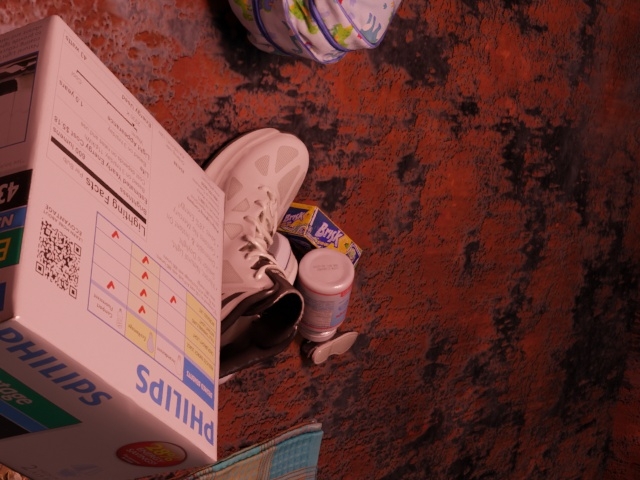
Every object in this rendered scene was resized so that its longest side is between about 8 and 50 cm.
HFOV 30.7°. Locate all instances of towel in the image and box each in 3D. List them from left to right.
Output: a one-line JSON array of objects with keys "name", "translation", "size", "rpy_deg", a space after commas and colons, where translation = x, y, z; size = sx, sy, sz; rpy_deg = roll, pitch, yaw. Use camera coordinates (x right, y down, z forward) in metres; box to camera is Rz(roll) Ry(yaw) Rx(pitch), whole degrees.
[{"name": "towel", "translation": [-0.123, 0.461, 1.886], "size": [0.370, 0.040, 0.271], "rpy_deg": [-12, 110, -52]}]

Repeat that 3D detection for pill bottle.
[{"name": "pill bottle", "translation": [0.002, 0.091, 1.857], "size": [0.087, 0.087, 0.160], "rpy_deg": [-48, 160, -34]}]

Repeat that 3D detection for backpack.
[{"name": "backpack", "translation": [0.011, -0.419, 1.618], "size": [0.355, 0.273, 0.290], "rpy_deg": [-53, 147, -11]}]

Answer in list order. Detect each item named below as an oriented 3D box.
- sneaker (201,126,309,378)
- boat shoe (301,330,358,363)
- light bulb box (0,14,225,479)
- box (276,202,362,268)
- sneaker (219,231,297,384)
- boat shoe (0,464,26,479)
[{"name": "sneaker", "translation": [-0.086, 0.030, 1.598], "size": [0.447, 0.258, 0.169], "rpy_deg": [-54, 139, -29]}, {"name": "boat shoe", "translation": [0.016, 0.174, 1.979], "size": [0.125, 0.038, 0.046], "rpy_deg": [-22, 138, -48]}, {"name": "light bulb box", "translation": [-0.282, 0.030, 1.234], "size": [0.358, 0.225, 0.361], "rpy_deg": [49, 33, -49]}, {"name": "box", "translation": [0.000, 0.000, 1.878], "size": [0.169, 0.059, 0.054], "rpy_deg": [42, 65, -52]}, {"name": "sneaker", "translation": [-0.099, 0.113, 1.750], "size": [0.091, 0.094, 0.258], "rpy_deg": [49, 61, -44]}, {"name": "boat shoe", "translation": [-0.390, 0.288, 1.452], "size": [0.135, 0.045, 0.050], "rpy_deg": [-49, 137, -33]}]
